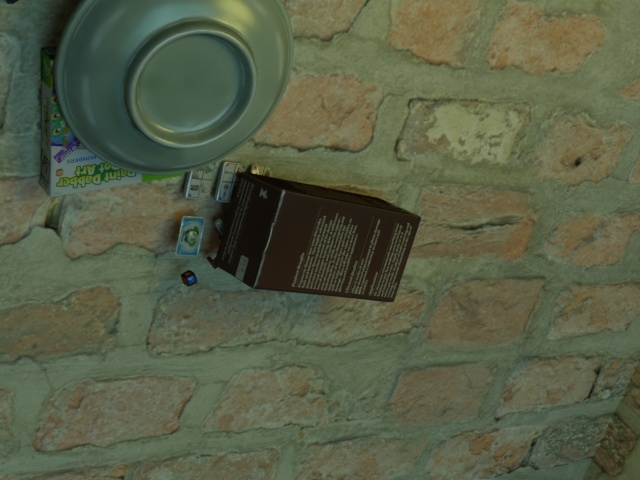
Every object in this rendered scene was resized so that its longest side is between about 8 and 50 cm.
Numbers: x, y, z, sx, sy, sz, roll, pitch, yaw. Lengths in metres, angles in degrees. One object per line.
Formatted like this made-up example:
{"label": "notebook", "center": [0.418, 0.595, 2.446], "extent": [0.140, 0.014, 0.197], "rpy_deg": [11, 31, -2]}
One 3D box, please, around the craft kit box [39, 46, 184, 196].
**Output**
{"label": "craft kit box", "center": [-0.341, -0.208, 1.950], "extent": [0.250, 0.061, 0.247], "rpy_deg": [-12, 128, -30]}

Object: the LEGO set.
{"label": "LEGO set", "center": [-0.194, -0.034, 2.194], "extent": [0.182, 0.060, 0.244], "rpy_deg": [3, 105, -38]}

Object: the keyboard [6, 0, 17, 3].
{"label": "keyboard", "center": [-0.414, -0.439, 1.758], "extent": [0.180, 0.023, 0.108], "rpy_deg": [-35, 134, -13]}

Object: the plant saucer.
{"label": "plant saucer", "center": [-0.215, -0.260, 1.862], "extent": [0.400, 0.100, 0.400], "rpy_deg": [-14, 128, -18]}

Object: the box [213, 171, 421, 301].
{"label": "box", "center": [0.000, 0.000, 2.249], "extent": [0.381, 0.143, 0.191], "rpy_deg": [9, 102, -45]}
